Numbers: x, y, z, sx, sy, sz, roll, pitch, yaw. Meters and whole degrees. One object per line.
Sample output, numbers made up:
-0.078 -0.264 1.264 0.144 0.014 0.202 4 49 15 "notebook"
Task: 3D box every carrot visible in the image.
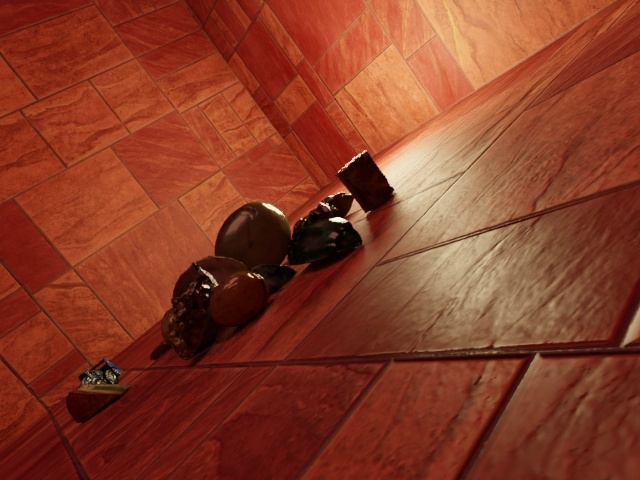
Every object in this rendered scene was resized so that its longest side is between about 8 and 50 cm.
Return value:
-0.574 0.387 1.870 0.209 0.061 0.061 -42 8 0 "carrot"

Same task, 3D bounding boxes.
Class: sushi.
-0.358 0.200 1.406 0.166 0.179 0.296 -9 49 40 "sushi"

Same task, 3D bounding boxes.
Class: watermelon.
-0.151 0.115 1.494 0.155 0.101 0.080 -19 6 17 "watermelon"

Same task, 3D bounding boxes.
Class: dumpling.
-0.363 0.177 1.608 0.293 0.204 0.163 -51 0 -23 "dumpling"

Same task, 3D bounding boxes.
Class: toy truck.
-0.903 0.565 1.977 0.113 0.126 0.208 -36 7 5 "toy truck"

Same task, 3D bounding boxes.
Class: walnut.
-0.221 0.158 1.350 0.180 0.144 0.144 -42 6 14 "walnut"

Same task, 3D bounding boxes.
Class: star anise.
0.006 -0.090 1.876 0.315 0.108 0.315 -39 0 0 "star anise"

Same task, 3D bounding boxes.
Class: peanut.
-0.514 0.308 1.780 0.140 0.109 0.159 -32 35 -12 "peanut"

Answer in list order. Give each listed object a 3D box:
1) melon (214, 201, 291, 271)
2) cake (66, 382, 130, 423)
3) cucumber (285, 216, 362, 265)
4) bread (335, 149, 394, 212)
-0.251 0.003 1.867 0.330 0.268 0.268 -59 15 -18 "melon"
-0.780 0.528 1.697 0.220 0.117 0.086 -36 2 17 "cake"
-0.003 -0.001 1.386 0.145 0.105 0.325 -22 6 -23 "cucumber"
0.152 -0.194 1.606 0.132 0.172 0.103 -44 10 -33 "bread"
